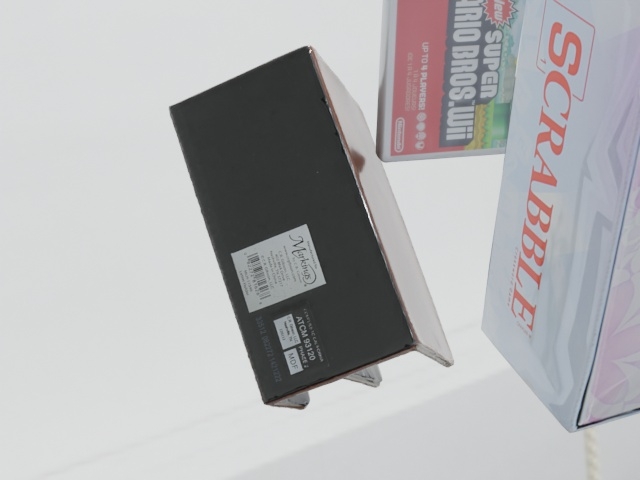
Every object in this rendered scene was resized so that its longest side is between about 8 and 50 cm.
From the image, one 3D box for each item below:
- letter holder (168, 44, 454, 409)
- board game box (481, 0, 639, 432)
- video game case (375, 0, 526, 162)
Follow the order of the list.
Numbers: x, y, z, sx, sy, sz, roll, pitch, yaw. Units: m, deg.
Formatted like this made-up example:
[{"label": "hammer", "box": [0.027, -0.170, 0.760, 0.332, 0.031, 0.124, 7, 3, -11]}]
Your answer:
[{"label": "letter holder", "box": [0.000, 0.000, 1.252, 0.152, 0.301, 0.214, -23, -16, 12]}, {"label": "board game box", "box": [0.217, -0.114, 0.402, 0.318, 0.318, 0.066, -11, 36, -22]}, {"label": "video game case", "box": [0.197, -0.183, 1.268, 0.285, 0.204, 0.025, -5, 26, -14]}]
